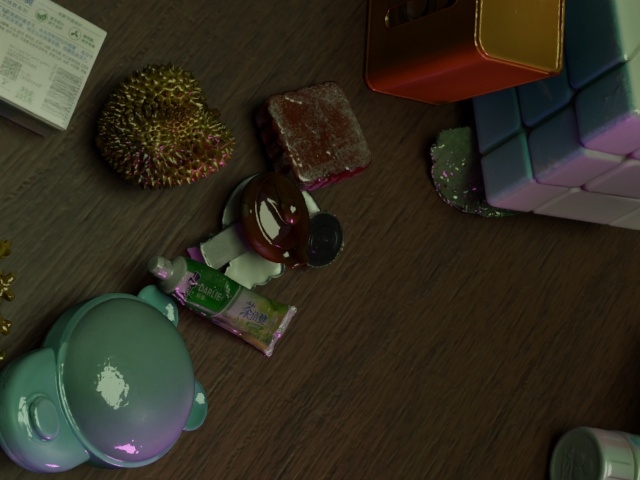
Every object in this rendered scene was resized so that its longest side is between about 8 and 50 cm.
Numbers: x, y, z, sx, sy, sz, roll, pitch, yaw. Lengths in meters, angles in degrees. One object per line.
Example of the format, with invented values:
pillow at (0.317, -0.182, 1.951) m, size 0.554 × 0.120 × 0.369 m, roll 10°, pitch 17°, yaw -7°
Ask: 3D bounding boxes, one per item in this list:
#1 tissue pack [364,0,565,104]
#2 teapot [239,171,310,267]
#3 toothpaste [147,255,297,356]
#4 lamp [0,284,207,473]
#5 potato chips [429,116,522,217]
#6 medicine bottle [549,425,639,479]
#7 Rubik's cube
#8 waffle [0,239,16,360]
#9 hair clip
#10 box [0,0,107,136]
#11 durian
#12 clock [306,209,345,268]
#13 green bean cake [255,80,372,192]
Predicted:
tissue pack at (0.192, -0.307, 1.856) m, size 0.145 × 0.274 × 0.194 m, roll 9°, pitch 81°, yaw -30°
teapot at (-0.050, -0.027, 1.751) m, size 0.098 × 0.078 × 0.129 m, roll -16°, pitch 89°, yaw -37°
toothpaste at (-0.126, 0.076, 1.739) m, size 0.248 × 0.047 × 0.078 m, roll 32°, pitch 86°, yaw -43°
lamp at (-0.261, 0.175, 1.619) m, size 0.284 × 0.147 × 0.209 m, roll -20°, pitch 92°, yaw -31°
potato chips at (0.265, -0.119, 2.014) m, size 0.228 × 0.059 × 0.167 m, roll -28°, pitch 94°, yaw -30°
medicine bottle at (0.442, 0.350, 2.044) m, size 0.169 × 0.135 × 0.135 m, roll 16°, pitch 78°, yaw -29°
Rubik's cube at (0.426, -0.224, 1.931) m, size 0.319 × 0.316 × 0.321 m, roll 8°, pitch 67°, yaw -31°
waffle at (-0.463, 0.061, 1.562) m, size 0.229 × 0.051 × 0.231 m, roll 1°, pitch 87°, yaw -32°
hair clip at (-0.076, -0.015, 1.805) m, size 0.220 × 0.054 × 0.140 m, roll -29°, pitch 97°, yaw -32°
box at (-0.373, -0.228, 1.624) m, size 0.194 × 0.073 × 0.139 m, roll 27°, pitch 73°, yaw -26°
durian at (-0.198, -0.141, 1.697) m, size 0.168 × 0.137 × 0.158 m, roll -19°, pitch 76°, yaw -18°
clock at (0.000, 0.000, 1.835) m, size 0.083 × 0.010 × 0.074 m, roll -42°, pitch 117°, yaw -31°
green bean cake at (-0.010, -0.138, 1.835) m, size 0.136 × 0.056 × 0.135 m, roll -18°, pitch 79°, yaw -33°
